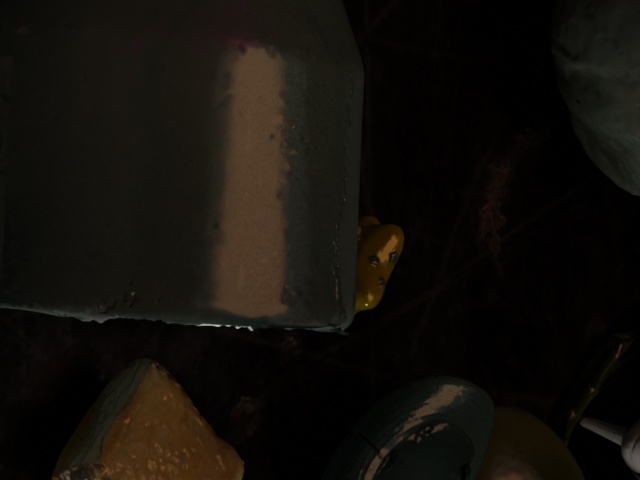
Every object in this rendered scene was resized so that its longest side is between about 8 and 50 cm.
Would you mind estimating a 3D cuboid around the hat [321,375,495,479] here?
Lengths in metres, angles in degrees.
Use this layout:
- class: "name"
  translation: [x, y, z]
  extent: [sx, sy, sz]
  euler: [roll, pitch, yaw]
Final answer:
- class: "hat"
  translation: [0.057, 0.188, 1.412]
  extent: [0.138, 0.078, 0.191]
  euler: [42, 77, -38]

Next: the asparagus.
- class: "asparagus"
  translation: [0.246, 0.160, 1.707]
  extent: [0.236, 0.034, 0.027]
  euler: [-54, 141, -36]

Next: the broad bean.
- class: "broad bean"
  translation: [0.170, 0.273, 1.545]
  extent: [0.189, 0.121, 0.263]
  euler: [-19, 89, -38]

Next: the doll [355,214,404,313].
- class: "doll"
  translation: [0.003, -0.006, 1.344]
  extent: [0.113, 0.071, 0.135]
  euler: [17, 70, -35]

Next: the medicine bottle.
- class: "medicine bottle"
  translation: [-0.091, -0.097, 1.039]
  extent: [0.245, 0.245, 0.290]
  euler: [6, 87, -55]

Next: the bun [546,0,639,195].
- class: "bun"
  translation: [0.339, -0.199, 1.672]
  extent: [0.362, 0.211, 0.362]
  euler: [3, 87, -53]

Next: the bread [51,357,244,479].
- class: "bread"
  translation: [-0.115, 0.152, 1.162]
  extent: [0.125, 0.082, 0.106]
  euler: [52, 40, -29]

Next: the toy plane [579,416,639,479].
- class: "toy plane"
  translation: [0.362, 0.206, 1.793]
  extent: [0.267, 0.122, 0.267]
  euler: [-34, 137, -39]
